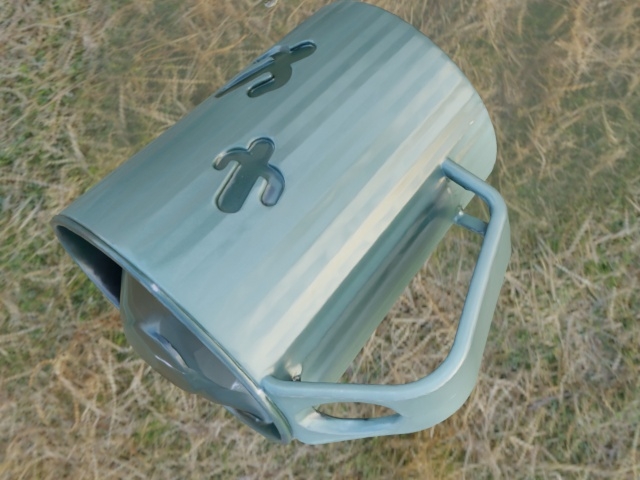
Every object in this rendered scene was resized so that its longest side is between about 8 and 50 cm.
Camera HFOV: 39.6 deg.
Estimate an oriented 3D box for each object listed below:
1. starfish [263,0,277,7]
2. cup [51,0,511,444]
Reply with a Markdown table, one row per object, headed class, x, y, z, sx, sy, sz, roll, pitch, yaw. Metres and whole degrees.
| class | x | y | z | sx | sy | sz | roll | pitch | yaw |
| --- | --- | --- | --- | --- | --- | --- | --- | --- | --- |
| starfish | -0.161 | -0.576 | 1.563 | 0.094 | 0.375 | 0.327 | -24 | 148 | -12 |
| cup | -0.005 | 0.005 | 0.909 | 0.401 | 0.310 | 0.392 | 42 | 73 | 4 |
